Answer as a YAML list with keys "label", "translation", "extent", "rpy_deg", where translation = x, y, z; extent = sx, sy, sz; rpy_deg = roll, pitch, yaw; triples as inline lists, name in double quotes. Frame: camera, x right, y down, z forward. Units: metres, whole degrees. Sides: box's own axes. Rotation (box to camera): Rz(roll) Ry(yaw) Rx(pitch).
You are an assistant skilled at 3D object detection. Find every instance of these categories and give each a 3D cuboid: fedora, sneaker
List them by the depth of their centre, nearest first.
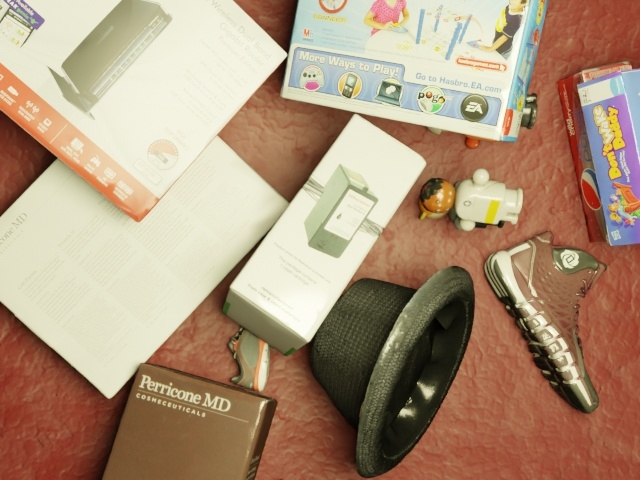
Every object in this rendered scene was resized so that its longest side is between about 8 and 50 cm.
- label: "fedora"
  translation: [0.087, 0.162, 1.122]
  extent: [0.152, 0.334, 0.334]
  rpy_deg: [27, 88, 26]
- label: "sneaker"
  translation: [-0.106, 0.145, 1.190]
  extent: [0.065, 0.061, 0.157]
  rpy_deg: [6, 89, 3]
- label: "sneaker"
  translation: [0.385, 0.110, 1.210]
  extent: [0.163, 0.106, 0.281]
  rpy_deg: [-31, 93, -7]

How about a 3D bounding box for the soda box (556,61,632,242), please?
- label: "soda box"
  translation: [0.441, -0.130, 1.216]
  extent: [0.083, 0.092, 0.263]
  rpy_deg: [-12, 92, -7]

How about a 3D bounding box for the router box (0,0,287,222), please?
- label: "router box"
  translation: [-0.267, -0.245, 1.033]
  extent: [0.335, 0.082, 0.301]
  rpy_deg: [41, 86, -17]

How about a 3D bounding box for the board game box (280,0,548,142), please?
- label: "board game box"
  translation: [0.124, -0.300, 1.004]
  extent: [0.308, 0.086, 0.301]
  rpy_deg: [16, 101, 25]

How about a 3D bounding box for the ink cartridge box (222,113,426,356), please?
- label: "ink cartridge box"
  translation: [0.000, 0.000, 1.090]
  extent: [0.121, 0.211, 0.289]
  rpy_deg: [35, 73, 0]

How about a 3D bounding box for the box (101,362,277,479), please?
- label: "box"
  translation: [-0.205, 0.378, 1.103]
  extent: [0.191, 0.143, 0.381]
  rpy_deg: [15, 78, 5]

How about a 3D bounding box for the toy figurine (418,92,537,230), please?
- label: "toy figurine"
  translation: [0.209, -0.118, 1.140]
  extent: [0.148, 0.213, 0.209]
  rpy_deg: [9, 93, 4]

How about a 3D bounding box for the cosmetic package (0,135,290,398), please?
- label: "cosmetic package"
  translation: [-0.273, -0.011, 1.153]
  extent: [0.284, 0.097, 0.377]
  rpy_deg: [44, 87, -6]

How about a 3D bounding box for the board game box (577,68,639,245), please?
- label: "board game box"
  translation: [0.546, -0.141, 1.166]
  extent: [0.347, 0.078, 0.233]
  rpy_deg: [-13, 92, -29]
